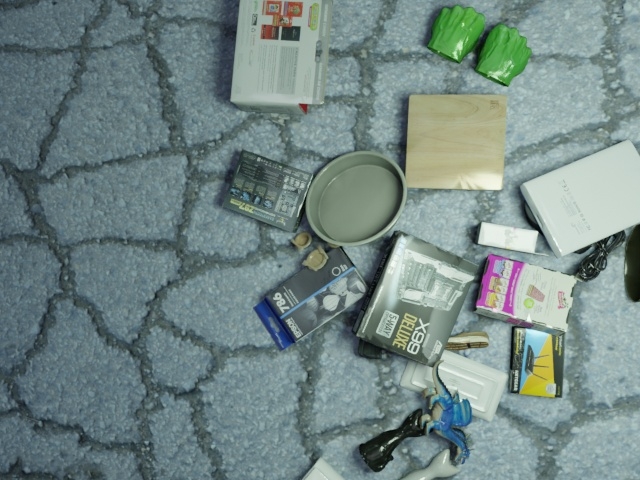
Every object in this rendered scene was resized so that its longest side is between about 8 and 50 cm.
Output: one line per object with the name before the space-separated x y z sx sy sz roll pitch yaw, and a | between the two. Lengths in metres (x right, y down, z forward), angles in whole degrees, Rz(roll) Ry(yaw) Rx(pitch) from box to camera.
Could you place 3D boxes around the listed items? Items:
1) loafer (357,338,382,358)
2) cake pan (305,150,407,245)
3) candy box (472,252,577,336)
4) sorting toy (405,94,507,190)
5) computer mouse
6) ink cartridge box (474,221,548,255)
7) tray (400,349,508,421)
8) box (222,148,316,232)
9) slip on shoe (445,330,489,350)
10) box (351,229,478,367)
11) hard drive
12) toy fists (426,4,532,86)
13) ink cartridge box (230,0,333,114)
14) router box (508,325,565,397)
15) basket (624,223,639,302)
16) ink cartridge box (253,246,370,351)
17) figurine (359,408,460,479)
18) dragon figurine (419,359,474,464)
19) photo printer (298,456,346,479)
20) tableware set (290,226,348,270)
loafer | 0.162 0.227 1.614 0.078 0.076 0.223 12 96 9
cake pan | 0.102 -0.111 1.593 0.294 0.054 0.292 -9 64 19
candy box | 0.542 0.144 1.523 0.234 0.071 0.159 16 73 12
sorting toy | 0.370 -0.264 1.577 0.258 0.089 0.255 3 89 10
computer mouse | 0.648 -0.031 1.521 0.272 0.072 0.188 41 75 7
ink cartridge box | 0.515 -0.003 1.535 0.182 0.104 0.061 11 91 10
tray | 0.370 0.392 1.591 0.271 0.030 0.145 20 93 11
box | -0.152 -0.145 1.689 0.233 0.059 0.183 20 92 10
slip on shoe | 0.397 0.274 1.585 0.136 0.051 0.041 -8 47 18
box | 0.254 0.159 1.547 0.243 0.076 0.307 24 86 -7
hard drive | 0.707 -0.110 1.480 0.319 0.040 0.210 -22 79 -7
toy fists | 0.438 -0.541 1.570 0.279 0.096 0.142 30 104 9
ink cartridge box | -0.101 -0.530 1.653 0.272 0.130 0.309 6 90 9
router box | 0.584 0.326 1.543 0.134 0.046 0.178 3 89 11
basket | 0.914 0.062 1.438 0.227 0.154 0.204 2 104 7
ink cartridge box | -0.032 0.173 1.658 0.333 0.065 0.165 -37 83 9
figurine | 0.251 0.606 1.584 0.210 0.092 0.214 -36 83 4
dragon figurine | 0.349 0.448 1.526 0.144 0.085 0.288 3 95 -8
photo printer | 0.030 0.809 1.606 0.308 0.107 0.256 42 96 9
tableware set | 0.000 0.000 1.641 0.169 0.020 0.141 -43 51 2
